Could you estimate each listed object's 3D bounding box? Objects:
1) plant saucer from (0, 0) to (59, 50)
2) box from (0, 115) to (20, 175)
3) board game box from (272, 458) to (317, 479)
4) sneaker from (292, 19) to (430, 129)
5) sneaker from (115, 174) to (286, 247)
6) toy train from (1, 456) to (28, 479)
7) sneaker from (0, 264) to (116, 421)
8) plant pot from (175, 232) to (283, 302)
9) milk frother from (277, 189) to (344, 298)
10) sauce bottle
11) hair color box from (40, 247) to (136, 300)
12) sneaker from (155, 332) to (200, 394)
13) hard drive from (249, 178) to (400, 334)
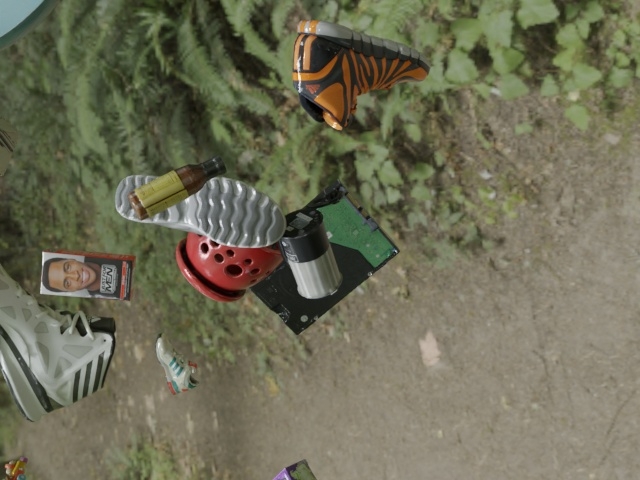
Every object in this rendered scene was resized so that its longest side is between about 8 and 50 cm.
[{"bbox_3d":[-0.519,-0.403,1.188,0.044,0.317,0.318,54,-170,-54],"label":"plant saucer"},{"bbox_3d":[-0.651,-0.181,1.213,0.113,0.275,0.094,35,105,23],"label":"box"},{"bbox_3d":[-0.067,0.500,1.099,0.347,0.056,0.208,-53,57,37],"label":"board game box"},{"bbox_3d":[0.070,-0.297,1.403,0.124,0.321,0.180,20,103,52],"label":"sneaker"},{"bbox_3d":[-0.187,-0.058,1.218,0.115,0.281,0.105,-5,-71,-81],"label":"sneaker"},{"bbox_3d":[-0.739,0.574,1.725,0.166,0.046,0.125,-49,22,22],"label":"toy train"},{"bbox_3d":[-0.602,0.161,1.624,0.169,0.257,0.448,-138,29,-64],"label":"sneaker"},{"bbox_3d":[-0.179,0.015,1.459,0.174,0.191,0.191,-47,45,18],"label":"plant pot"},{"bbox_3d":[0.000,0.000,1.281,0.129,0.143,0.135,50,162,54],"label":"milk frother"},{"bbox_3d":[-0.181,-0.070,0.941,0.042,0.128,0.042,53,161,28],"label":"sauce bottle"},{"bbox_3d":[-0.375,0.055,1.196,0.043,0.141,0.072,-123,38,-79],"label":"hair color box"},{"bbox_3d":[-0.323,0.276,1.682,0.057,0.075,0.161,-97,-6,-66],"label":"sneaker"},{"bbox_3d":[-0.008,0.044,1.795,0.339,0.237,0.064,-40,21,10],"label":"hard drive"}]
